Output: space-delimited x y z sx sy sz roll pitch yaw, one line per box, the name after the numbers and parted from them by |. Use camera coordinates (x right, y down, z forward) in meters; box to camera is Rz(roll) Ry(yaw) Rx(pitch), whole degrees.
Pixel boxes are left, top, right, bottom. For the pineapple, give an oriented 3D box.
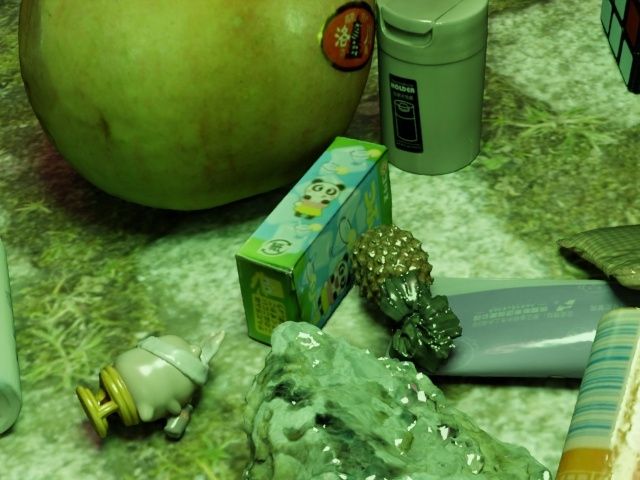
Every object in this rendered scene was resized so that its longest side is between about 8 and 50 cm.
0.071 0.051 0.924 0.074 0.074 0.159 -10 33 -7 | pineapple

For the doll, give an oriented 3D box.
-0.126 0.118 0.890 0.127 0.073 0.084 -27 78 -19 | doll

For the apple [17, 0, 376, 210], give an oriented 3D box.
-0.111 -0.185 1.061 0.338 0.305 0.338 0 26 0 | apple

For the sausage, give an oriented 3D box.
0.183 0.198 0.697 0.093 0.093 0.312 13 63 19 | sausage

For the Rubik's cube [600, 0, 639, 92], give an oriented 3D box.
0.414 -0.273 1.228 0.161 0.163 0.162 -4 44 0 | Rubik's cube

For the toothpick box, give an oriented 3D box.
0.112 -0.169 1.113 0.111 0.180 0.111 -2 41 2 | toothpick box

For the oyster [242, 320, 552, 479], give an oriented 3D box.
0.033 0.161 0.786 0.268 0.112 0.198 18 45 29 | oyster

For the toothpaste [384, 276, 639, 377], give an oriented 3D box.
0.240 0.070 0.907 0.371 0.080 0.125 1 39 16 | toothpaste

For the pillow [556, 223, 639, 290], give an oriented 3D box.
0.291 0.011 0.935 0.135 0.034 0.211 -3 9 -4 | pillow

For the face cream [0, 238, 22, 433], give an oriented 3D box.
-0.312 0.053 0.963 0.082 0.082 0.269 -14 42 -11 | face cream

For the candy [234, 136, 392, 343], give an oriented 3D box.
0.000 0.000 0.990 0.062 0.097 0.194 14 43 25 | candy
